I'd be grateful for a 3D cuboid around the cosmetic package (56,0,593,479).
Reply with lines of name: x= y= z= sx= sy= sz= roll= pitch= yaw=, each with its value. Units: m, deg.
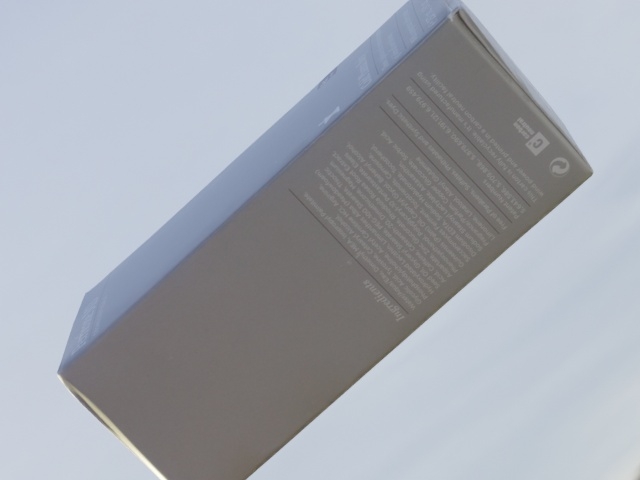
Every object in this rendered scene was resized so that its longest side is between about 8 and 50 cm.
cosmetic package: x=0.000 y=0.000 z=0.865 sx=0.238 sy=0.107 sz=0.127 roll=-40 pitch=12 yaw=8
